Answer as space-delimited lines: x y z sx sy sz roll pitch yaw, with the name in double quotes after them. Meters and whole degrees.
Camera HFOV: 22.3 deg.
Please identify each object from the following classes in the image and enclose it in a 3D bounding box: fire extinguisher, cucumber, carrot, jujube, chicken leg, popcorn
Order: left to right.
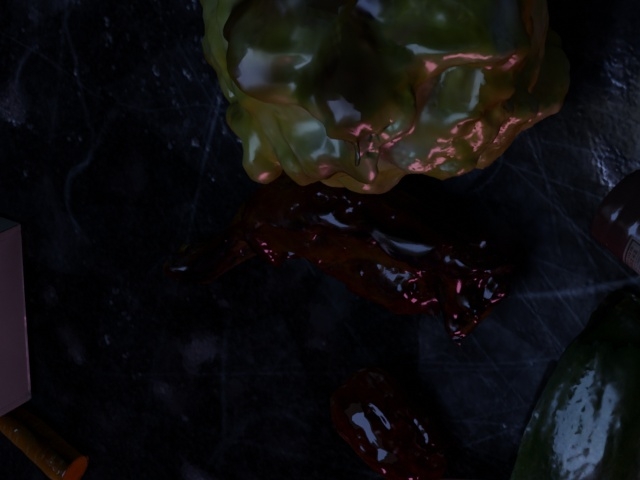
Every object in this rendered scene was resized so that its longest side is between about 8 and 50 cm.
-0.328 0.228 1.877 0.139 0.048 0.048 37 127 24 "carrot"
0.000 0.000 1.499 0.407 0.096 0.158 2 129 40 "chicken leg"
0.034 -0.169 1.278 0.312 0.312 0.312 16 117 33 "popcorn"
0.065 0.180 1.529 0.129 0.077 0.077 50 131 4 "jujube"
0.232 0.208 1.390 0.145 0.105 0.325 27 120 26 "cucumber"
0.321 0.040 1.270 0.231 0.099 0.071 42 95 23 "fire extinguisher"

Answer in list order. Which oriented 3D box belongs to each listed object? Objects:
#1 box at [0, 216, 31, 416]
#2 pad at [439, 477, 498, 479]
-0.449 0.072 1.858 0.225 0.117 0.225 17 118 32 "box"
0.195 0.350 1.543 0.181 0.004 0.267 -3 106 38 "pad"
